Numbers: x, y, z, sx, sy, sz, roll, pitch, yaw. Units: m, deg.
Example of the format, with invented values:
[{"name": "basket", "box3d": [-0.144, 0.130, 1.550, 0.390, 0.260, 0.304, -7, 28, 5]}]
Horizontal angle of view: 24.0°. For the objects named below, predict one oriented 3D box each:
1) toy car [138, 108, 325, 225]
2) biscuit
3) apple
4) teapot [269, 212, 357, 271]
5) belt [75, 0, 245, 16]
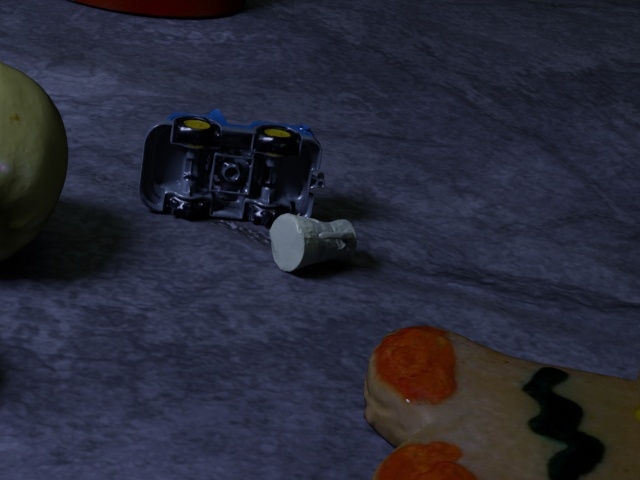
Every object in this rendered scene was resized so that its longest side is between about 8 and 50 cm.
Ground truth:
[{"name": "toy car", "box3d": [-0.092, -0.080, 1.559, 0.191, 0.097, 0.100, 5, 22, -11]}, {"name": "biscuit", "box3d": [0.231, 0.165, 1.202, 0.394, 0.076, 0.368, 8, 27, -3]}, {"name": "apple", "box3d": [-0.323, -0.077, 1.375, 0.200, 0.200, 0.200, 8, 26, -4]}, {"name": "teapot", "box3d": [0.000, 0.000, 1.474, 0.083, 0.057, 0.067, -2, -7, -37]}, {"name": "belt", "box3d": [-0.258, -0.407, 2.142, 0.324, 0.115, 0.227, 3, 25, -12]}]
